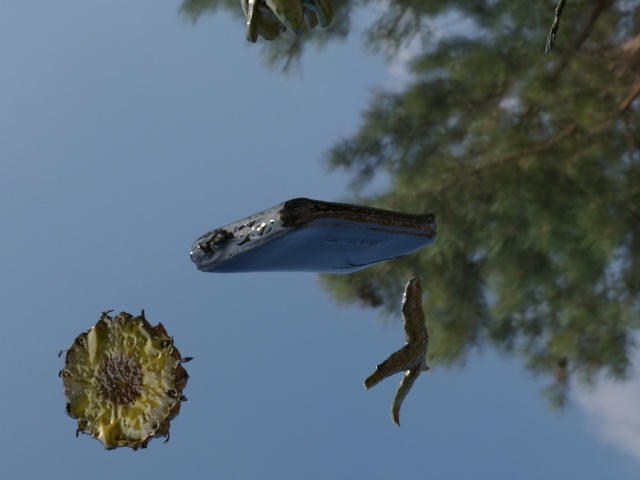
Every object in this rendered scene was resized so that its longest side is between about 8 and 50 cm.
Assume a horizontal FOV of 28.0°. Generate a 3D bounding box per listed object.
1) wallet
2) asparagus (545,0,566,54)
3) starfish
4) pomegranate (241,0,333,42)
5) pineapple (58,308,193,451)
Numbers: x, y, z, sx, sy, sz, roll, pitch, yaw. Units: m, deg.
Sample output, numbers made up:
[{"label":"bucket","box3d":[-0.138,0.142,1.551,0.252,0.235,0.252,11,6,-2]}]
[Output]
[{"label":"wallet","box3d":[0.000,0.000,1.263,0.250,0.149,0.044,5,-112,-52]},{"label":"asparagus","box3d":[0.361,-0.353,1.897,0.016,0.163,0.016,17,-173,-21]},{"label":"starfish","box3d":[0.123,0.151,1.756,0.053,0.208,0.176,14,170,21]},{"label":"pomegranate","box3d":[-0.050,-0.317,1.046,0.236,0.236,0.302,-40,-65,-54]},{"label":"pineapple","box3d":[-0.268,0.195,1.789,0.221,0.221,0.047,50,-167,20]}]
